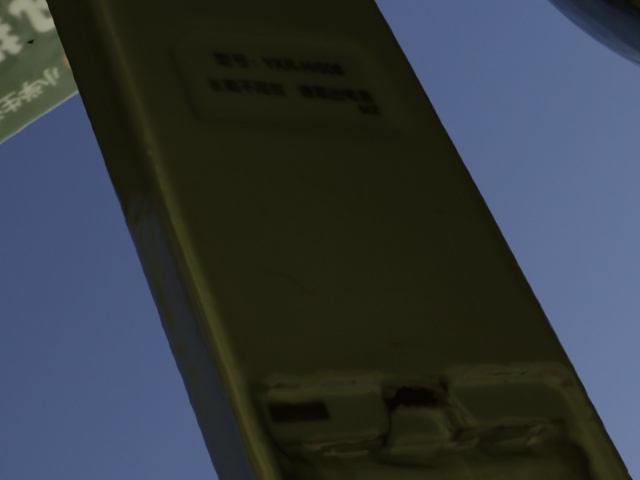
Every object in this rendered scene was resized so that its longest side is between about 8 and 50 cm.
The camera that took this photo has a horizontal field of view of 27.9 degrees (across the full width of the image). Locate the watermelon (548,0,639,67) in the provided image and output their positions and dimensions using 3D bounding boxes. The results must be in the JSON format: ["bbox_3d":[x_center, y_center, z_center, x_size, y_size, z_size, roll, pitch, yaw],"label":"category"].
[{"bbox_3d":[0.235,-0.244,0.779,0.359,0.279,0.279,42,-106,6],"label":"watermelon"}]

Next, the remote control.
[{"bbox_3d":[0.000,0.000,0.397,0.123,0.038,0.285,-1,-131,-32],"label":"remote control"}]

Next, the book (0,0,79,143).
[{"bbox_3d":[-0.170,-0.114,0.432,0.202,0.264,0.027,-33,-124,-1],"label":"book"}]
